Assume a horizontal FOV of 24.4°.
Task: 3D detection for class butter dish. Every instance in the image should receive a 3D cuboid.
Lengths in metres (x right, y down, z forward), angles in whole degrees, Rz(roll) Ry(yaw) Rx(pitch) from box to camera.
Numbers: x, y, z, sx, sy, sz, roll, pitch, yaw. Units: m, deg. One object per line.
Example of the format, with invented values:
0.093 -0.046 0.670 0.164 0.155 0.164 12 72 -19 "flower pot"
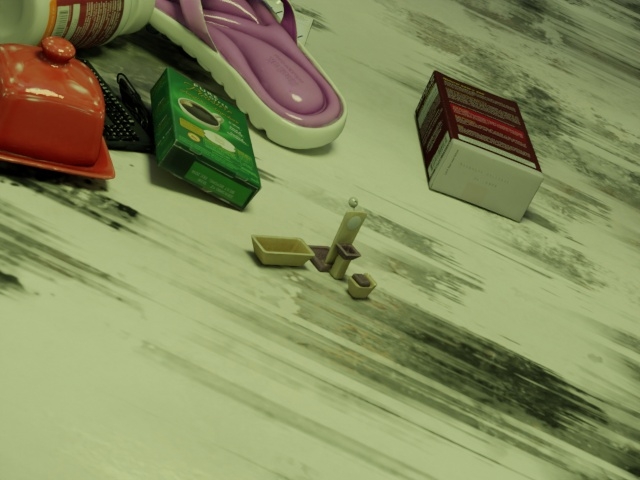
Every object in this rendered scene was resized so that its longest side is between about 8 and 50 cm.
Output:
-0.278 -0.149 1.484 0.160 0.118 0.160 10 28 -27 "butter dish"

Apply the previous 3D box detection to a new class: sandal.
-0.106 -0.285 1.819 0.416 0.102 0.169 45 47 15 "sandal"

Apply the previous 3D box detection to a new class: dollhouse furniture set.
0.000 0.000 1.489 0.114 0.081 0.091 4 32 -37 "dollhouse furniture set"

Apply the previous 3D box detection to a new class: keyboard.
-0.239 -0.163 1.642 0.100 0.038 0.192 3 34 -39 "keyboard"

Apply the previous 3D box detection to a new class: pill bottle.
-0.297 -0.281 1.717 0.121 0.121 0.221 35 26 20 "pill bottle"

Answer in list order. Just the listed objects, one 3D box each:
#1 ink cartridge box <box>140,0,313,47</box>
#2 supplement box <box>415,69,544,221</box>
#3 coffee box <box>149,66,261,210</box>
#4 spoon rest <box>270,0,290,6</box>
-0.120 -0.279 1.916 0.207 0.046 0.097 22 56 -7 "ink cartridge box"
0.202 -0.127 1.926 0.130 0.073 0.239 20 26 -12 "supplement box"
-0.128 -0.112 1.617 0.113 0.040 0.184 28 23 -25 "coffee box"
-0.134 -0.336 2.046 0.276 0.084 0.137 -20 48 -39 "spoon rest"
